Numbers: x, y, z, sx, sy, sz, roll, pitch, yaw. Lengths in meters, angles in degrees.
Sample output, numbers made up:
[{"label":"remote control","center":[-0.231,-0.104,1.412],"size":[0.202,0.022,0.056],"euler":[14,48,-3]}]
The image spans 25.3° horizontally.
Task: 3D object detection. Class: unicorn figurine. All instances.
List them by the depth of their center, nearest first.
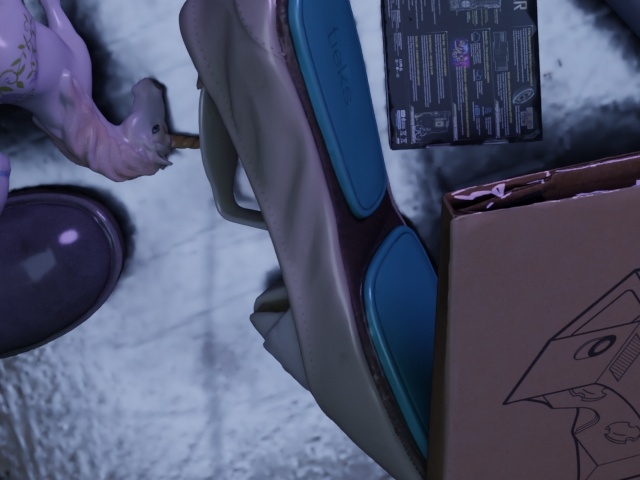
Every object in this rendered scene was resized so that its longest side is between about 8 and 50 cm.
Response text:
[{"label":"unicorn figurine","center":[-0.113,-0.078,0.580],"size":[0.060,0.162,0.111],"euler":[-25,80,28]}]

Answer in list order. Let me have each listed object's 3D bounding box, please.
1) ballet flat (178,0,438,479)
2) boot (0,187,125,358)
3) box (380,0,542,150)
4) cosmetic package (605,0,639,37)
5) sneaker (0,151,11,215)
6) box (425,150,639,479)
[{"label":"ballet flat","center":[0.000,0.000,0.601],"size":[0.086,0.086,0.248],"euler":[-16,104,3]},{"label":"boot","center":[-0.175,0.050,0.541],"size":[0.190,0.208,0.076],"euler":[-24,98,5]},{"label":"box","center":[0.060,-0.082,0.613],"size":[0.067,0.018,0.083],"euler":[-4,99,2]},{"label":"cosmetic package","center":[0.215,-0.263,0.543],"size":[0.377,0.097,0.284],"euler":[-43,97,7]},{"label":"sneaker","center":[-0.230,-0.119,0.512],"size":[0.319,0.127,0.208],"euler":[14,95,29]},{"label":"box","center":[0.121,0.050,0.561],"size":[0.165,0.021,0.201],"euler":[-12,131,-13]}]
